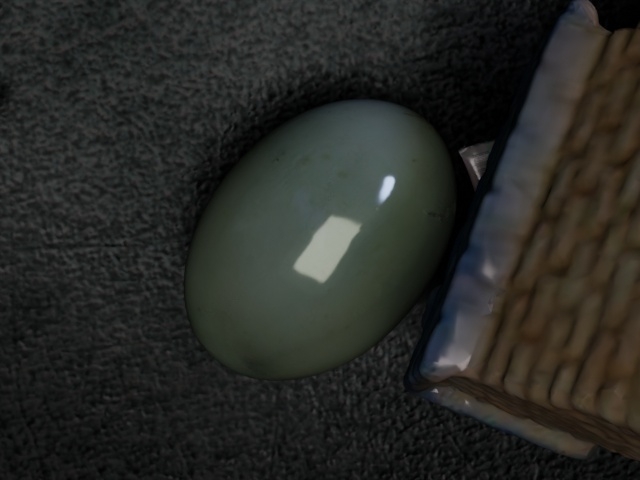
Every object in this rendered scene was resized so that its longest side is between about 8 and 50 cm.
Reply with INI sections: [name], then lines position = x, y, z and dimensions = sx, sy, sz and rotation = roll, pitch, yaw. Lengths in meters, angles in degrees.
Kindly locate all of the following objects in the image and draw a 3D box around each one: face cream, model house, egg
[face cream]
position = 0.163, -0.038, 1.525
dimensions = 0.038, 0.020, 0.115
rotation = -17, 103, 1
[model house]
position = 0.308, 0.014, 1.358
dimensions = 0.445, 0.400, 0.395
rotation = 26, 77, -37
[egg]
position = 0.000, 0.000, 1.428
dimensions = 0.203, 0.203, 0.282
rotation = 44, 97, -12
